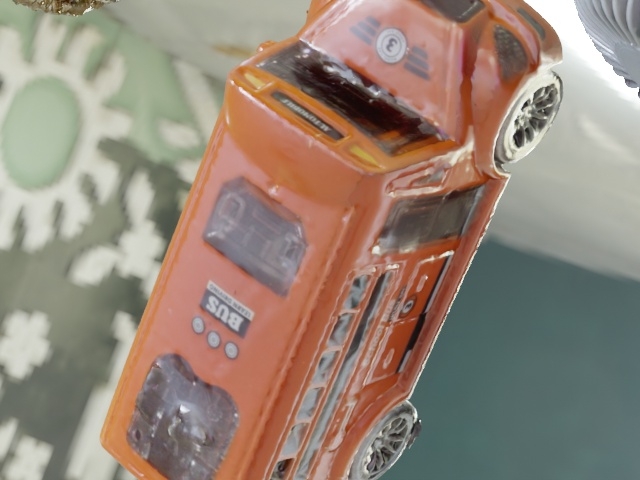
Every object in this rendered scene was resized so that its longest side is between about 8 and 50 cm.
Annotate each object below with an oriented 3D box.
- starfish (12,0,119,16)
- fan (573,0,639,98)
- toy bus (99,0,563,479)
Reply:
[{"bbox_3d":[-0.150,-0.159,0.888,0.146,0.190,0.074,60,-10,-17],"label":"starfish"},{"bbox_3d":[0.174,-0.075,0.845,0.130,0.074,0.244,43,-3,15],"label":"fan"},{"bbox_3d":[0.000,0.000,1.056,0.143,0.329,0.153,36,27,26],"label":"toy bus"}]
